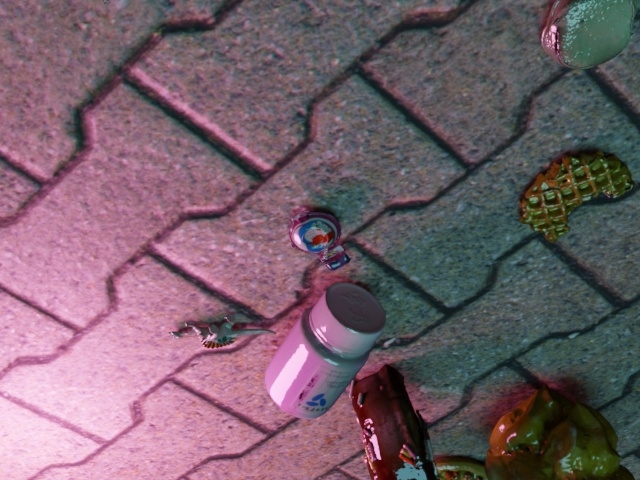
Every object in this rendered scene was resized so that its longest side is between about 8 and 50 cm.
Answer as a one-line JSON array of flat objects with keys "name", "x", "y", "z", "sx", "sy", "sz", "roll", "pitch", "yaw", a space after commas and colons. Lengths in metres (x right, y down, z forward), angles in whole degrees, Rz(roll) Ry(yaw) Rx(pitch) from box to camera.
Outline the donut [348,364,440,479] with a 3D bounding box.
[{"name": "donut", "x": 0.161, "y": 0.455, "z": 1.820, "sx": 0.136, "sy": 0.259, "sz": 0.345, "roll": -16, "pitch": 132, "yaw": -2}]

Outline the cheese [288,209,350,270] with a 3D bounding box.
[{"name": "cheese", "x": 0.000, "y": 0.000, "z": 1.548, "sx": 0.095, "sy": 0.038, "sz": 0.145, "roll": -27, "pitch": 127, "yaw": 17}]

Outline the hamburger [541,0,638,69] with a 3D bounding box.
[{"name": "hamburger", "x": 0.395, "y": -0.313, "z": 1.298, "sx": 0.133, "sy": 0.062, "sz": 0.140, "roll": 1, "pitch": 129, "yaw": -8}]

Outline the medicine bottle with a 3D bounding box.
[{"name": "medicine bottle", "x": 0.009, "y": 0.207, "z": 1.656, "sx": 0.151, "sy": 0.152, "sz": 0.255, "roll": 19, "pitch": 127, "yaw": -21}]

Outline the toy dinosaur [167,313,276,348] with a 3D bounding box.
[{"name": "toy dinosaur", "x": -0.191, "y": 0.184, "z": 1.695, "sx": 0.187, "sy": 0.044, "sz": 0.106, "roll": 9, "pitch": 144, "yaw": -30}]

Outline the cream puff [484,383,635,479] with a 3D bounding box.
[{"name": "cream puff", "x": 0.521, "y": 0.459, "z": 1.840, "sx": 0.291, "sy": 0.324, "sz": 0.257, "roll": 14, "pitch": 98, "yaw": -25}]

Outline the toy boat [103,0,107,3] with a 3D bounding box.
[{"name": "toy boat", "x": -0.285, "y": -0.361, "z": 1.203, "sx": 0.038, "sy": 0.038, "sz": 0.083, "roll": 13, "pitch": 128, "yaw": -17}]

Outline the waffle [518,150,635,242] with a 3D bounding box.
[{"name": "waffle", "x": 0.437, "y": -0.074, "z": 1.520, "sx": 0.149, "sy": 0.051, "sz": 0.194, "roll": 26, "pitch": 124, "yaw": -23}]

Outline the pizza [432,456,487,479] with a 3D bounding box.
[{"name": "pizza", "x": 0.311, "y": 0.559, "z": 2.067, "sx": 0.174, "sy": 0.046, "sz": 0.134, "roll": -1, "pitch": 131, "yaw": -5}]
